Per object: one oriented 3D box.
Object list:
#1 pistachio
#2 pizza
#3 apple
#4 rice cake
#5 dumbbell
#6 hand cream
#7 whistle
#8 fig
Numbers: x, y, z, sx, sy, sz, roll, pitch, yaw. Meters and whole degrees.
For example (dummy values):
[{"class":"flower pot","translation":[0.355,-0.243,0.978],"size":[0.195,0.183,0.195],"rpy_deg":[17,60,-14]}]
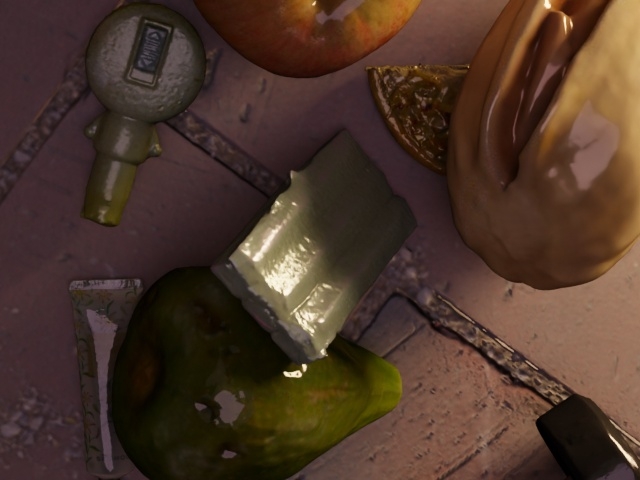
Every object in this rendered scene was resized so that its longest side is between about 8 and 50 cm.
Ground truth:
[{"class":"pistachio","translation":[0.223,-0.113,1.341],"size":[0.193,0.214,0.318],"rpy_deg":[25,88,27]},{"class":"pizza","translation":[0.106,-0.128,1.398],"size":[0.108,0.026,0.123],"rpy_deg":[-38,101,-2]},{"class":"apple","translation":[-0.010,-0.237,1.296],"size":[0.209,0.164,0.209],"rpy_deg":[-4,111,-11]},{"class":"rice cake","translation":[0.000,0.000,1.317],"size":[0.043,0.237,0.127],"rpy_deg":[-30,104,36]},{"class":"dumbbell","translation":[0.188,0.255,1.408],"size":[0.218,0.152,0.152],"rpy_deg":[-34,102,-1]},{"class":"hand cream","translation":[-0.189,0.131,1.396],"size":[0.067,0.042,0.194],"rpy_deg":[-2,96,-7]},{"class":"whistle","translation":[-0.164,-0.107,1.349],"size":[0.104,0.057,0.198],"rpy_deg":[17,96,-9]},{"class":"fig","translation":[-0.035,0.128,1.361],"size":[0.275,0.206,0.206],"rpy_deg":[13,98,-32]}]
